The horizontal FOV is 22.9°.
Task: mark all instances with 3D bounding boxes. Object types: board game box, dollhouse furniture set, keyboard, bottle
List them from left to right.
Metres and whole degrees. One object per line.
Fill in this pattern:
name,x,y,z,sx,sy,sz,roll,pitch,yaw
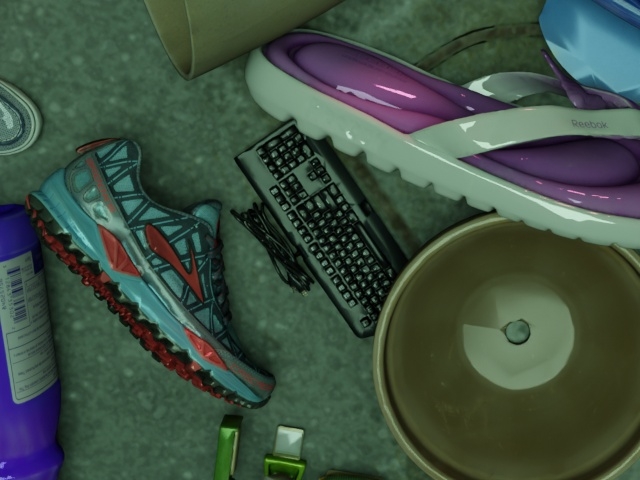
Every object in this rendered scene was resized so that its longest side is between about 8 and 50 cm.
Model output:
bottle,-0.265,0.115,1.292,0.092,0.118,0.283,-4,100,11
dollhouse furniture set,-0.011,0.187,1.310,0.151,0.076,0.059,9,101,3
keyboard,0.000,0.000,1.297,0.100,0.038,0.192,-34,95,9
board game box,0.252,-0.194,1.251,0.133,0.033,0.169,23,93,0

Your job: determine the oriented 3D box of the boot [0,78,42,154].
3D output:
boot,-0.323,-0.113,1.271,0.190,0.086,0.069,18,100,0

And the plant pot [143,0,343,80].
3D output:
plant pot,-0.009,-0.282,1.164,0.274,0.256,0.256,-19,99,-11

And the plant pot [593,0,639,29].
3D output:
plant pot,0.311,-0.278,1.120,0.236,0.236,0.212,31,67,-2

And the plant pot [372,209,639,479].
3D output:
plant pot,0.160,0.085,1.265,0.237,0.110,0.237,0,100,2

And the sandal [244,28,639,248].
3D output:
sandal,0.144,-0.094,1.197,0.416,0.169,0.102,16,121,2

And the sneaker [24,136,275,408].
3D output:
sneaker,-0.109,0.025,1.272,0.125,0.104,0.262,-46,110,-13
